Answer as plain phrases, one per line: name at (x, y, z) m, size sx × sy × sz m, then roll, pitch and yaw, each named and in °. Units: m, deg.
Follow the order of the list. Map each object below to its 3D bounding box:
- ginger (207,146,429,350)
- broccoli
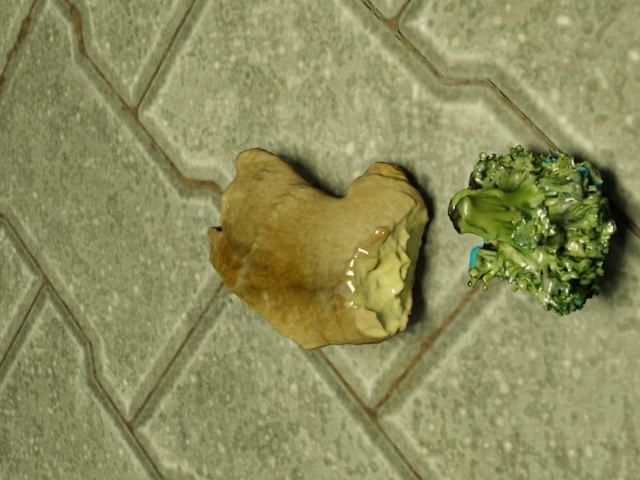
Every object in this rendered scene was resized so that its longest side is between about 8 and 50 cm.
ginger at (0.000, 0.000, 1.144) m, size 0.275 × 0.130 × 0.221 m, roll 48°, pitch 112°, yaw 27°
broccoli at (0.174, -0.014, 0.968) m, size 0.154 × 0.160 × 0.167 m, roll -23°, pitch 61°, yaw 57°
